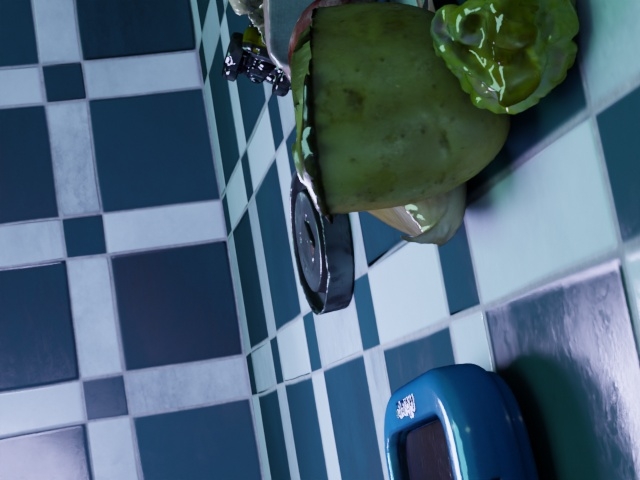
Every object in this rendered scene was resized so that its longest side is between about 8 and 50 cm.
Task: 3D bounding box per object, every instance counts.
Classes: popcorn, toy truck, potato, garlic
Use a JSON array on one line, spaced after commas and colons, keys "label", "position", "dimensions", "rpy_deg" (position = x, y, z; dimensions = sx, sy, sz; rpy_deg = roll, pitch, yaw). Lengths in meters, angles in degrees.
[{"label": "popcorn", "position": [0.175, -0.185, 1.016], "dimensions": [0.125, 0.126, 0.145], "rpy_deg": [56, 148, 3]}, {"label": "toy truck", "position": [-0.099, -0.378, 2.107], "dimensions": [0.224, 0.147, 0.165], "rpy_deg": [174, 112, -80]}, {"label": "potato", "position": [0.087, -0.146, 1.174], "dimensions": [0.285, 0.242, 0.242], "rpy_deg": [-80, -11, -68]}, {"label": "garlic", "position": [0.094, -0.068, 1.332], "dimensions": [0.245, 0.164, 0.145], "rpy_deg": [39, 129, 45]}]

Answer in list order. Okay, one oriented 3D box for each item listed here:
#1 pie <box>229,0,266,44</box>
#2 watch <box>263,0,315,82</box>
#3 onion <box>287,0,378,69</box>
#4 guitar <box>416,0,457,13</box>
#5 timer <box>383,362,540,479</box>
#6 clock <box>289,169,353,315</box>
[{"label": "pie", "position": [-0.087, -0.475, 1.833], "dimensions": [0.337, 0.075, 0.337], "rpy_deg": [2, -90, -72]}, {"label": "watch", "position": [-0.006, -0.358, 1.695], "dimensions": [0.241, 0.162, 0.253], "rpy_deg": [-95, 5, -66]}, {"label": "onion", "position": [0.033, -0.282, 1.507], "dimensions": [0.159, 0.159, 0.195], "rpy_deg": [106, 167, -61]}, {"label": "guitar", "position": [0.123, -0.339, 1.311], "dimensions": [0.084, 0.038, 0.271], "rpy_deg": [140, 120, -74]}, {"label": "timer", "position": [0.172, 0.311, 1.309], "dimensions": [0.340, 0.115, 0.309], "rpy_deg": [122, 138, -71]}, {"label": "clock", "position": [0.000, 0.000, 2.029], "dimensions": [0.280, 0.055, 0.280], "rpy_deg": [172, 90, -77]}]
